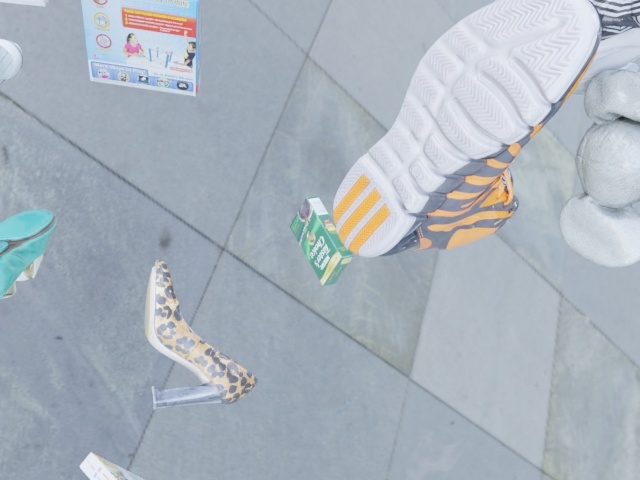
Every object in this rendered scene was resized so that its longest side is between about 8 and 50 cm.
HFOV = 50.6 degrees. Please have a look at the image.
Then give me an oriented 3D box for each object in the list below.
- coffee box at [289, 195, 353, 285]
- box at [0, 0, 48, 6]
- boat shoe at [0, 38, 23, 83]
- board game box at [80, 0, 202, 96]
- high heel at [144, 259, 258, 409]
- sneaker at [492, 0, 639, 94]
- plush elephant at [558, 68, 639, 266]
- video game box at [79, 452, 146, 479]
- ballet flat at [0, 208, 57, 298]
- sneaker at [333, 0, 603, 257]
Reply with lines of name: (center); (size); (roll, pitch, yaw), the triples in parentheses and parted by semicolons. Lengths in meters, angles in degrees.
coffee box: (0.000, 0.000, 1.568); (0.040, 0.113, 0.184); (-9, 57, -35)
box: (-0.672, -0.616, 1.483); (0.130, 0.170, 0.091); (8, 55, 6)
boat shoe: (-0.661, -0.377, 1.403); (0.076, 0.226, 0.083); (-51, 120, -34)
board game box: (-0.480, -0.562, 1.847); (0.308, 0.302, 0.086); (8, 46, -4)
high heel: (-0.210, 0.160, 1.195); (0.186, 0.093, 0.261); (-2, 78, -22)
sneaker: (0.399, -0.288, 0.852); (0.210, 0.366, 0.137); (-1, 80, -53)
plush elephant: (0.461, -0.096, 0.916); (0.330, 0.255, 0.272); (-30, 139, -62)
video game box: (-0.423, 0.576, 1.533); (0.048, 0.187, 0.205); (-55, 137, -17)
ballet flat: (-0.447, 0.030, 0.964); (0.247, 0.083, 0.087); (-83, 174, -70)
sneaker: (0.162, -0.102, 0.675); (0.180, 0.321, 0.124); (0, 55, -45)
